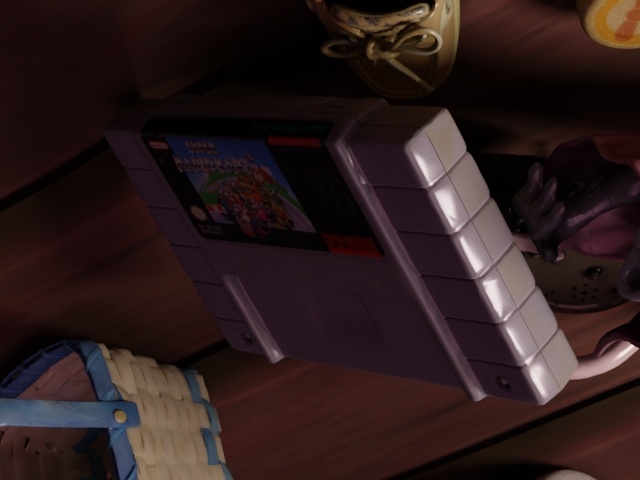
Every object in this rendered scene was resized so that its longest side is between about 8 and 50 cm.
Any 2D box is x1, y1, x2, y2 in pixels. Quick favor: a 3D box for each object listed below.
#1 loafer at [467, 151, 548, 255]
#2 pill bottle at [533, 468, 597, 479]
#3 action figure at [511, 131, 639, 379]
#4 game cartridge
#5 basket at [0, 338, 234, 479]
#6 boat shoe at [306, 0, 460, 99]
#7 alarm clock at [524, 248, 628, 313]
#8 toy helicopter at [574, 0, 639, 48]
[{"bbox_3d":[0.093,-0.034,1.527,0.223,0.078,0.076,4,131,28],"label":"loafer"},{"bbox_3d":[0.162,0.342,1.899,0.161,0.161,0.283,31,134,-27],"label":"pill bottle"},{"bbox_3d":[0.335,-0.006,1.385,0.370,0.248,0.276,-13,151,-33],"label":"action figure"},{"bbox_3d":[0.000,0.000,1.419,0.355,0.068,0.230,6,137,51],"label":"game cartridge"},{"bbox_3d":[-0.245,0.204,1.723,0.289,0.201,0.255,-1,152,-46],"label":"basket"},{"bbox_3d":[0.029,-0.185,1.340,0.104,0.089,0.285,-8,139,15],"label":"boat shoe"},{"bbox_3d":[0.192,0.015,1.587,0.129,0.064,0.192,22,140,-19],"label":"alarm clock"},{"bbox_3d":[0.196,-0.241,1.259,0.235,0.140,0.355,-15,148,10],"label":"toy helicopter"}]
